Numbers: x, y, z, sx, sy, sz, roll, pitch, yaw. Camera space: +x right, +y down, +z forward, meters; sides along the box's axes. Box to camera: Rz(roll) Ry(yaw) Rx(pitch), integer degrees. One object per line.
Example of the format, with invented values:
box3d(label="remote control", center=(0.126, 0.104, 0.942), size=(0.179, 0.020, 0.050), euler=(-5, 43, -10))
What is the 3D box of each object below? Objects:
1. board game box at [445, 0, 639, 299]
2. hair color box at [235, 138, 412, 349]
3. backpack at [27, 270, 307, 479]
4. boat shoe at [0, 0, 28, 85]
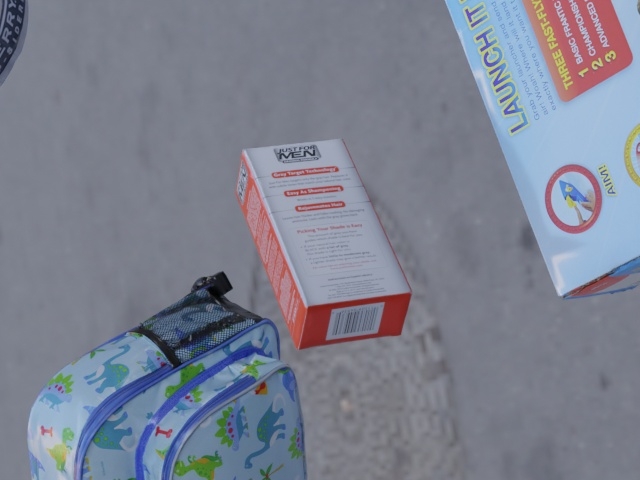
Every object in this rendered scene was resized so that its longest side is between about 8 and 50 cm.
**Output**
box3d(label="board game box", center=(0.221, -0.162, 1.038), size=(0.302, 0.086, 0.308), euler=(-30, 74, 41))
box3d(label="hair color box", center=(0.000, 0.000, 1.123), size=(0.043, 0.072, 0.141), euler=(102, 155, -45))
box3d(label="backpack", center=(-0.065, 0.088, 0.779), size=(0.084, 0.114, 0.105), euler=(30, 135, 44))
box3d(label="boat shoe", center=(-0.316, -0.129, 0.753), size=(0.156, 0.367, 0.136), euler=(46, -121, -63))
